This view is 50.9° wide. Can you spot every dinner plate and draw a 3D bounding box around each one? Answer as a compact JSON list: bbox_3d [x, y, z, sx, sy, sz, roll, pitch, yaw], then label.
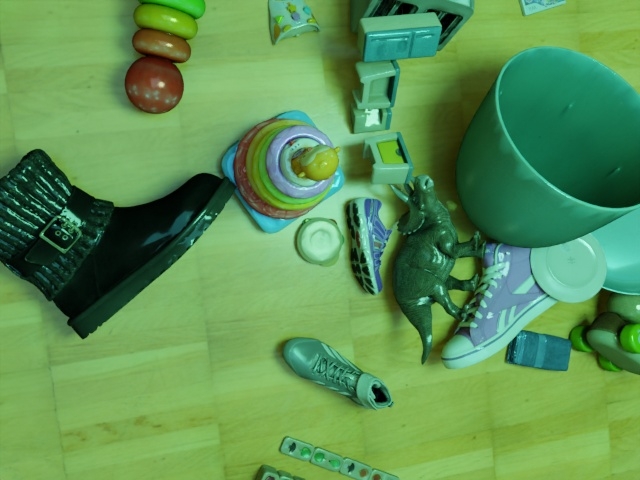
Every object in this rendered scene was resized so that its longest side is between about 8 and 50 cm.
[{"bbox_3d":[0.437,0.038,1.176,0.141,0.017,0.141,2,75,-7],"label":"dinner plate"}]

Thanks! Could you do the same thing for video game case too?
[{"bbox_3d":[0.392,-0.479,1.223,0.087,0.011,0.122,-20,98,-12],"label":"video game case"}]

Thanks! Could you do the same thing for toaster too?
[{"bbox_3d":[0.151,-0.396,1.076,0.167,0.185,0.110,7,75,-15],"label":"toaster"}]

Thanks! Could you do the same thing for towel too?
[{"bbox_3d":[0.409,0.206,1.258,0.119,0.029,0.067,12,91,-14],"label":"towel"}]

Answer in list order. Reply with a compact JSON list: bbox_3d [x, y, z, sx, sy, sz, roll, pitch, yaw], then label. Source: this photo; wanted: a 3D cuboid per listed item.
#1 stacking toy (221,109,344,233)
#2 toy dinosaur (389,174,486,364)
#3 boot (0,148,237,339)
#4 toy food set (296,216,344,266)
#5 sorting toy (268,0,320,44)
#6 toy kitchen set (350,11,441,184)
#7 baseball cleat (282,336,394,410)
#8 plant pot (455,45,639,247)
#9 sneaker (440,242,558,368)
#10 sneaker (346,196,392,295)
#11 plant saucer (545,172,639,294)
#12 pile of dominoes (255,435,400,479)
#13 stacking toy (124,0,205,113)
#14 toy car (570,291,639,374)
[{"bbox_3d":[-0.034,-0.109,0.989,0.175,0.302,0.166,-35,101,-9],"label":"stacking toy"},{"bbox_3d":[0.187,0.046,1.150,0.160,0.121,0.314,12,98,24],"label":"toy dinosaur"},{"bbox_3d":[-0.325,-0.049,1.009,0.348,0.131,0.260,-42,102,-8],"label":"boot"},{"bbox_3d":[0.000,0.000,1.149,0.083,0.020,0.083,15,89,-14],"label":"toy food set"},{"bbox_3d":[-0.049,-0.375,1.111,0.083,0.045,0.075,-21,79,-12],"label":"sorting toy"},{"bbox_3d":[0.129,-0.217,1.055,0.122,0.207,0.166,-9,55,-9],"label":"toy kitchen set"},{"bbox_3d":[0.037,0.220,1.126,0.205,0.109,0.072,30,72,-19],"label":"baseball cleat"},{"bbox_3d":[0.356,-0.121,1.092,0.292,0.235,0.293,8,61,-15],"label":"plant pot"},{"bbox_3d":[0.295,0.096,1.195,0.282,0.102,0.161,-35,97,-20],"label":"sneaker"},{"bbox_3d":[0.092,0.009,1.151,0.071,0.068,0.170,-7,95,-21],"label":"sneaker"},{"bbox_3d":[0.562,-0.058,1.224,0.317,0.044,0.318,-1,80,6],"label":"plant saucer"},{"bbox_3d":[-0.001,0.468,1.166,0.251,0.040,0.196,24,87,-14],"label":"pile of dominoes"},{"bbox_3d":[-0.234,-0.358,1.024,0.141,0.141,0.331,13,96,-14],"label":"stacking toy"},{"bbox_3d":[0.584,0.140,1.245,0.148,0.155,0.188,33,73,-13],"label":"toy car"}]
